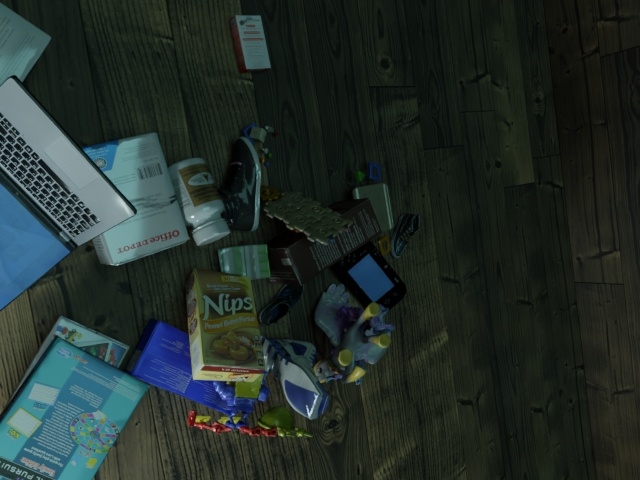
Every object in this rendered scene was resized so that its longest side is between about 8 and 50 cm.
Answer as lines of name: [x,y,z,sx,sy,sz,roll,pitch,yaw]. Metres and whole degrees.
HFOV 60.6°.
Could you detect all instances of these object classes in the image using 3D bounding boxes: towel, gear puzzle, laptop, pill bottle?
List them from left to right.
laptop: [-0.719,-0.078,1.237,0.382,0.408,0.236,53,36,-23]
pill bottle: [-0.348,-0.108,1.559,0.131,0.131,0.229,-22,86,-34]
towel: [-0.234,0.071,1.683,0.152,0.023,0.113,-6,103,-4]
gear puzzle: [-0.080,-0.084,1.701,0.175,0.339,0.044,-36,146,-43]

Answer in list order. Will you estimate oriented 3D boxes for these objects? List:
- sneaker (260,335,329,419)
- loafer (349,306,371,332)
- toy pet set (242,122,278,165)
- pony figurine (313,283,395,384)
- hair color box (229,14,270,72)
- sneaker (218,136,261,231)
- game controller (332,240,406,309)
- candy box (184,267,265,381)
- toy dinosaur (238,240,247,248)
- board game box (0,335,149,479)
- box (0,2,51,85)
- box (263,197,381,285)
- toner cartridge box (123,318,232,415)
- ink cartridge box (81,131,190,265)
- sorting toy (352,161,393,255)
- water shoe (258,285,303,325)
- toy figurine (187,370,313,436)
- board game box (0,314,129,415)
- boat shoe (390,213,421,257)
sneaker: [-0.059,0.394,1.712,0.182,0.315,0.127,-2,122,-47]
loafer: [0.151,0.326,1.990,0.061,0.062,0.170,-38,101,-21]
toy pet set: [-0.201,-0.318,1.761,0.114,0.065,0.122,38,66,-67]
pony figurine: [0.101,0.325,1.795,0.303,0.363,0.351,37,61,-4]
hair color box: [-0.224,-0.624,1.741,0.093,0.053,0.167,-15,99,-34]
sneaker: [-0.268,-0.169,1.665,0.147,0.105,0.295,-6,97,-41]
game controller: [0.179,0.133,1.977,0.166,0.067,0.319,-37,117,8]
candy box: [-0.276,0.238,1.556,0.183,0.087,0.316,12,45,-32]
toy dinosaur: [-0.251,0.047,1.728,0.082,0.047,0.090,-62,154,-30]
board game box: [-0.617,0.437,1.310,0.254,0.079,0.336,37,69,-22]
box: [-0.818,-0.467,1.209,0.345,0.215,0.168,34,71,-30]
box: [0.000,0.000,1.804,0.381,0.191,0.143,-30,106,-32]
toner cartridge box: [-0.372,0.373,1.597,0.348,0.075,0.165,35,71,-30]
ink cartridge box: [-0.517,-0.111,1.471,0.223,0.129,0.307,-22,102,-34]
sorting toy: [0.187,-0.112,2.016,0.196,0.047,0.347,-15,97,-47]
water shoe: [-0.110,0.206,1.786,0.203,0.080,0.073,-47,115,-27]
toy figurine: [-0.184,0.438,1.580,0.363,0.191,0.217,17,74,-36]
board game box: [-0.646,0.367,1.378,0.193,0.053,0.305,33,70,-24]
boat shoe: [0.327,-0.021,2.105,0.065,0.083,0.183,25,75,-33]
